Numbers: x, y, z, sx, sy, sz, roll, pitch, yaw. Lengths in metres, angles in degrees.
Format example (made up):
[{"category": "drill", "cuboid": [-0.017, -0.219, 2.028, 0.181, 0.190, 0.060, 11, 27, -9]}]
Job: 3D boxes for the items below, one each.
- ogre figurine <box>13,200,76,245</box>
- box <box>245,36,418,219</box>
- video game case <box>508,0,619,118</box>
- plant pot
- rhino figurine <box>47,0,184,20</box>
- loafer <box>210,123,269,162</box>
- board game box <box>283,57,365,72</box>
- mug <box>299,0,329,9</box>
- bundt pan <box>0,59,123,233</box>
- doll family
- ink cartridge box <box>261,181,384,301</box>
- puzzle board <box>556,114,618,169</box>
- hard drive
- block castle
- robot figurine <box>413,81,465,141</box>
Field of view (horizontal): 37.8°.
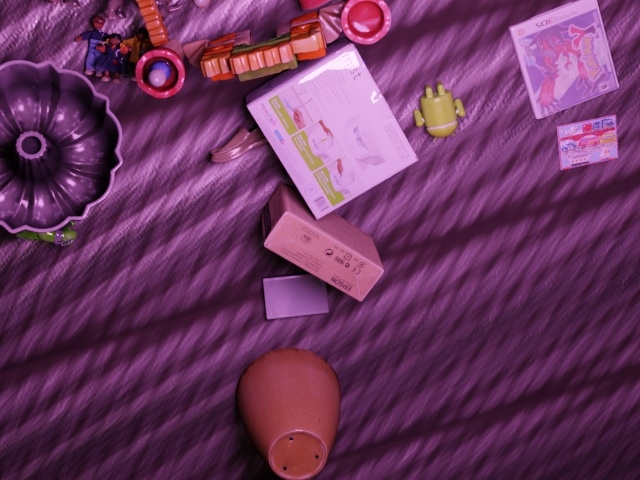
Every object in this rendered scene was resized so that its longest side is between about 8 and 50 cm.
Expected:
[{"category": "ogre figurine", "cuboid": [-0.559, -0.075, 1.839, 0.118, 0.097, 0.197, -18, 127, -19]}, {"category": "box", "cuboid": [0.021, -0.216, 1.786, 0.231, 0.127, 0.262, -31, 109, 4]}, {"category": "video game case", "cuboid": [0.495, -0.371, 1.896, 0.183, 0.023, 0.201, -21, 110, 1]}, {"category": "plant pot", "cuboid": [-0.061, 0.387, 1.968, 0.237, 0.254, 0.237, -2, 109, -5]}, {"category": "rhino figurine", "cuboid": [-0.374, -0.466, 1.735, 0.243, 0.073, 0.106, 11, 110, -12]}, {"category": "loafer", "cuboid": [-0.157, -0.200, 1.863, 0.148, 0.056, 0.050, -27, 109, -8]}, {"category": "board game box", "cuboid": [0.021, -0.247, 1.869, 0.160, 0.047, 0.210, -10, 110, -3]}, {"category": "mug", "cuboid": [-0.017, -0.540, 1.729, 0.150, 0.113, 0.169, -47, 120, -25]}, {"category": "bundt pan", "cuboid": [-0.535, -0.162, 1.743, 0.331, 0.124, 0.331, 2, 79, -12]}, {"category": "doll family", "cuboid": [-0.372, -0.360, 1.771, 0.193, 0.076, 0.111, 6, 113, -6]}, {"category": "ink cartridge box", "cuboid": [0.000, 0.000, 1.873, 0.235, 0.193, 0.088, 31, 105, -15]}, {"category": "puzzle board", "cuboid": [0.564, -0.206, 1.967, 0.128, 0.011, 0.096, -11, 110, -2]}, {"category": "hard drive", "cuboid": [-0.052, 0.116, 1.997, 0.135, 0.022, 0.094, -6, 109, -5]}, {"category": "block castle", "cuboid": [-0.128, -0.435, 1.587, 0.453, 0.213, 0.303, -14, 116, 5]}, {"category": "robot figurine", "cuboid": [0.238, -0.259, 1.880, 0.101, 0.067, 0.115, -14, 110, 4]}]
